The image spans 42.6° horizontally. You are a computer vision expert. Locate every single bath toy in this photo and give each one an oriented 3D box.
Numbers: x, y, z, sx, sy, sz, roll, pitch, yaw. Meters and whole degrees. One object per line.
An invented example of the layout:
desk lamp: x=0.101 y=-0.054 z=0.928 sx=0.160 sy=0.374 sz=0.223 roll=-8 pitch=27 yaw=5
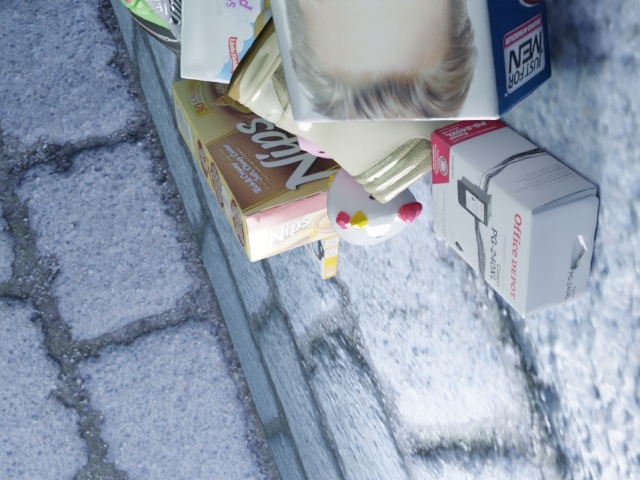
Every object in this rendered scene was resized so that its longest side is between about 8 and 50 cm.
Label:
bath toy: x=0.026 y=-0.148 z=0.860 sx=0.129 sy=0.151 sz=0.348 roll=24 pitch=134 yaw=59

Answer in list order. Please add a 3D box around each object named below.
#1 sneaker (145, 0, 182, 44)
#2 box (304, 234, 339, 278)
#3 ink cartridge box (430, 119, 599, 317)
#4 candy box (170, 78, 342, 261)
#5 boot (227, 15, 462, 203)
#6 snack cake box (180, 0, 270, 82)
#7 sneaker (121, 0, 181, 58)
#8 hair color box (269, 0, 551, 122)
sneaker: x=-0.151 y=-0.388 z=1.168 sx=0.366 sy=0.210 sz=0.137 roll=50 pitch=-175 yaw=-46
box: x=0.000 y=0.000 z=1.317 sx=0.136 sy=0.028 sz=0.081 roll=96 pitch=151 yaw=-52
ink cartridge box: x=0.157 y=-0.024 z=0.692 sx=0.150 sy=0.063 sz=0.109 roll=-128 pitch=25 yaw=-51
candy box: x=-0.070 y=-0.126 z=1.124 sx=0.088 sy=0.182 sz=0.316 roll=87 pitch=158 yaw=-46
boot: x=0.068 y=-0.177 z=0.733 sx=0.203 sy=0.262 sz=0.095 roll=36 pitch=-162 yaw=-16
snack cake box: x=-0.100 y=-0.289 z=0.985 sx=0.264 sy=0.089 sz=0.152 roll=-83 pitch=0 yaw=-68
sneaker: x=-0.289 y=-0.471 z=1.466 sx=0.483 sy=0.185 sz=0.202 roll=-108 pitch=-7 yaw=-46
hair color box: x=0.043 y=-0.259 z=0.552 sx=0.173 sy=0.105 sz=0.347 roll=4 pitch=118 yaw=35
